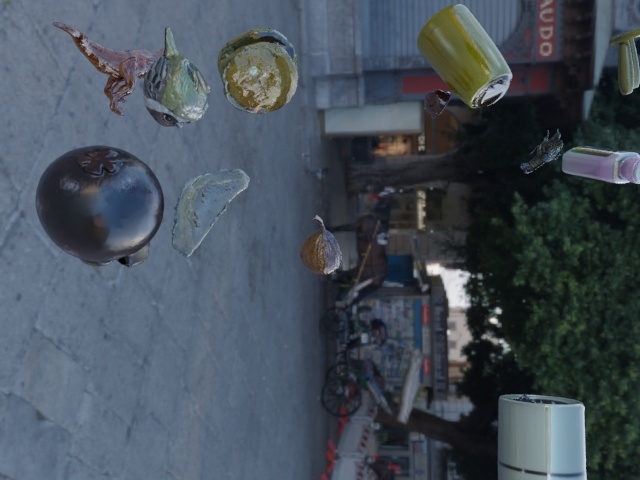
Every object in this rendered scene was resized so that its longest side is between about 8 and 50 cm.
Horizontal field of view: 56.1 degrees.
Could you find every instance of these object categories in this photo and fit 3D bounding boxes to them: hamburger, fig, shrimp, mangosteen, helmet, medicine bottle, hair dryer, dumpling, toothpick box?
[{"bbox_3d":[-0.140,-0.361,1.290,0.177,0.185,0.113,20,38,-37],"label":"hamburger"},{"bbox_3d":[0.000,0.000,1.868,0.146,0.134,0.201,25,-55,48],"label":"fig"},{"bbox_3d":[0.709,-0.282,1.908,0.082,0.076,0.174,60,-37,17],"label":"shrimp"},{"bbox_3d":[-0.552,-0.072,1.520,0.346,0.307,0.306,109,-9,-46],"label":"mangosteen"},{"bbox_3d":[0.330,-0.407,1.752,0.089,0.057,0.111,-60,-171,12],"label":"helmet"},{"bbox_3d":[0.725,-0.190,1.513,0.219,0.115,0.077,-145,-131,-64],"label":"medicine bottle"},{"bbox_3d":[0.376,0.358,1.030,0.362,0.128,0.203,22,68,-69],"label":"hair dryer"},{"bbox_3d":[-0.368,-0.118,1.835,0.166,0.086,0.332,47,67,-27],"label":"dumpling"},{"bbox_3d":[0.406,-0.503,1.671,0.271,0.175,0.175,59,-2,19],"label":"toothpick box"}]

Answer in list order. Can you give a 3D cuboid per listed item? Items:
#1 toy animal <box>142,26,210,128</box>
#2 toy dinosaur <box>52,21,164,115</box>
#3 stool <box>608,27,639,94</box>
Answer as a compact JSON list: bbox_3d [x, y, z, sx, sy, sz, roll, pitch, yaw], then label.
[{"bbox_3d":[-0.222,-0.232,0.882,0.137,0.098,0.098,65,11,-7],"label":"toy animal"},{"bbox_3d":[-0.559,-0.460,1.661,0.432,0.097,0.208,-23,138,-63],"label":"toy dinosaur"},{"bbox_3d":[0.611,-0.345,1.126,0.134,0.135,0.110,-147,-144,-80],"label":"stool"}]
